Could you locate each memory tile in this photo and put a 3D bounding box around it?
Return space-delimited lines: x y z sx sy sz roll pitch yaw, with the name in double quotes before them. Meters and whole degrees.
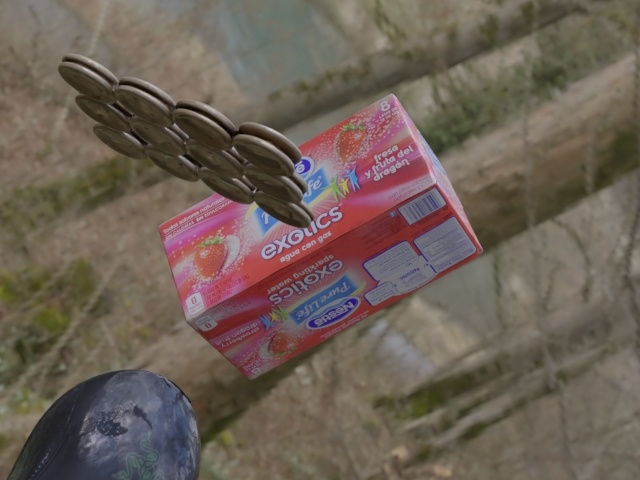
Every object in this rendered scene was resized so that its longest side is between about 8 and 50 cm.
"memory tile" -0.072 -0.055 0.802 0.148 0.012 0.113 23 -17 16

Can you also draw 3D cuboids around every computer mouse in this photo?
"computer mouse" -0.167 0.217 0.971 0.188 0.272 0.072 29 3 -23

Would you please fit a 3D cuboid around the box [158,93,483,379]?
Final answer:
"box" 0.000 0.000 1.549 0.154 0.300 0.142 49 15 -49
